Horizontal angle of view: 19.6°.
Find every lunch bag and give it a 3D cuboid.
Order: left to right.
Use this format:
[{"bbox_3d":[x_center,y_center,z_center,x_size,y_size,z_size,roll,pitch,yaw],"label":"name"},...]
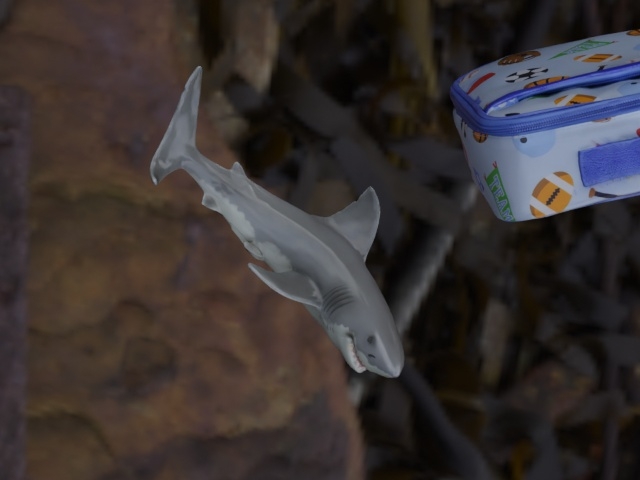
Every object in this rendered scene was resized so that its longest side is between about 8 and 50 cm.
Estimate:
[{"bbox_3d":[0.265,-0.105,1.494,0.303,0.243,0.115,-14,103,-1],"label":"lunch bag"}]

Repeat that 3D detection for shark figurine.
[{"bbox_3d":[-0.016,-0.018,1.497,0.116,0.166,0.278,-44,91,4],"label":"shark figurine"}]
